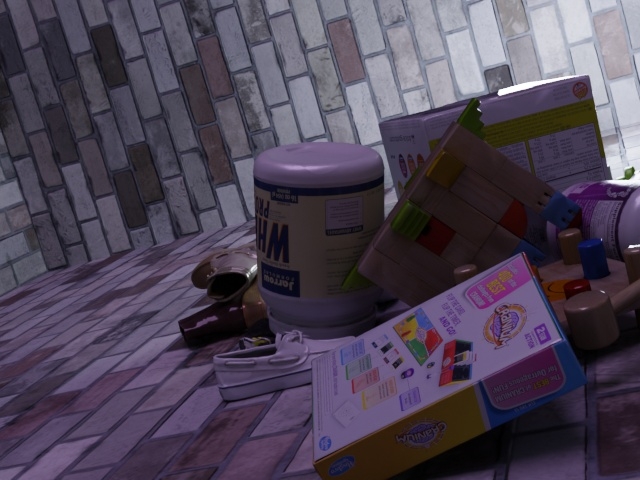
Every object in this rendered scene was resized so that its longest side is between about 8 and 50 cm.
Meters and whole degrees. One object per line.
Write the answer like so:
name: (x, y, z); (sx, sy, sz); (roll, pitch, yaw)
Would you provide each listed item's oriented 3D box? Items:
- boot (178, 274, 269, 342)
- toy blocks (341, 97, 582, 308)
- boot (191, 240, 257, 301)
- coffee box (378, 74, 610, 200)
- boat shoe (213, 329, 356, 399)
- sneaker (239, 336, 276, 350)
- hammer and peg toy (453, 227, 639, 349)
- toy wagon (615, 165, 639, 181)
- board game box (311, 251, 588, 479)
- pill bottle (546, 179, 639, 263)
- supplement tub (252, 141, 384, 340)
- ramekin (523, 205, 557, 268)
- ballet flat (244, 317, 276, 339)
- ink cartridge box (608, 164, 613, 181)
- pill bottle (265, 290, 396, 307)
boot: (-0.210, 0.144, 2.278); (0.206, 0.090, 0.248); (-15, 12, -8)
toy blocks: (0.247, -0.003, 1.732); (0.381, 0.261, 0.191); (-56, 4, 9)
boot: (-0.214, 0.079, 2.256); (0.213, 0.077, 0.165); (-20, 16, 26)
coffee box: (0.350, -0.121, 2.111); (0.338, 0.334, 0.337); (-16, 8, -9)
boat shoe: (-0.051, 0.190, 1.727); (0.258, 0.084, 0.095); (-16, 9, 1)
sneaker: (-0.119, 0.198, 2.001); (0.083, 0.031, 0.035); (-4, 1, 39)
hammer and peg toy: (0.363, 0.089, 1.476); (0.266, 0.127, 0.361); (-19, 12, -14)
toy wagon: (0.814, -0.154, 2.347); (0.267, 0.068, 0.344); (-11, 9, 27)
board game box: (0.139, 0.157, 1.270); (0.316, 0.064, 0.242); (-28, 21, 11)
pill bottle: (0.515, -0.015, 1.697); (0.169, 0.169, 0.301); (-20, 10, -22)
supplement tub: (0.000, 0.000, 1.900); (0.235, 0.325, 0.235); (-1, 16, 0)
ramekin: (0.333, -0.003, 1.870); (0.207, 0.207, 0.109); (-17, 17, -3)
ballet flat: (-0.096, 0.181, 2.049); (0.173, 0.049, 0.057); (-11, 40, 57)
ink cartridge box: (0.558, -0.101, 2.415); (0.203, 0.086, 0.148); (-10, 11, 30)
pill bottle: (0.018, 0.075, 2.115); (0.264, 0.146, 0.146); (-14, 9, 16)
